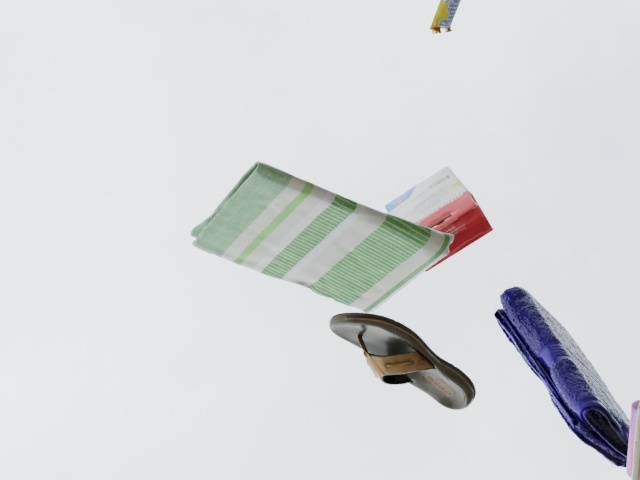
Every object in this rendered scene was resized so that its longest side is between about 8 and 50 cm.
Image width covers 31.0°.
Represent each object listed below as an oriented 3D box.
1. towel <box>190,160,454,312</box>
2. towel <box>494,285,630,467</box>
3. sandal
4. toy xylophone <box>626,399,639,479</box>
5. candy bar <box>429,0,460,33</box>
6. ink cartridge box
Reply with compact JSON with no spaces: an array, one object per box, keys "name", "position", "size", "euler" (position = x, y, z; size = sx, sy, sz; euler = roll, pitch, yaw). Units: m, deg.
[{"name":"towel","position":[0.000,0.000,1.688],"size":[0.325,0.248,0.038],"euler":[21,-125,-21]},{"name":"towel","position":[0.411,0.231,1.919],"size":[0.076,0.308,0.227],"euler":[-39,-50,12]},{"name":"sandal","position":[0.104,0.164,1.497],"size":[0.219,0.090,0.060],"euler":[38,-126,-15]},{"name":"toy xylophone","position":[0.491,0.199,1.235],"size":[0.081,0.323,0.236],"euler":[-52,-44,-57]},{"name":"candy bar","position":[0.196,-0.362,1.647],"size":[0.040,0.018,0.161],"euler":[-10,-40,-29]},{"name":"ink cartridge box","position":[0.197,-0.032,1.918],"size":[0.134,0.231,0.078],"euler":[-33,-71,5]}]
